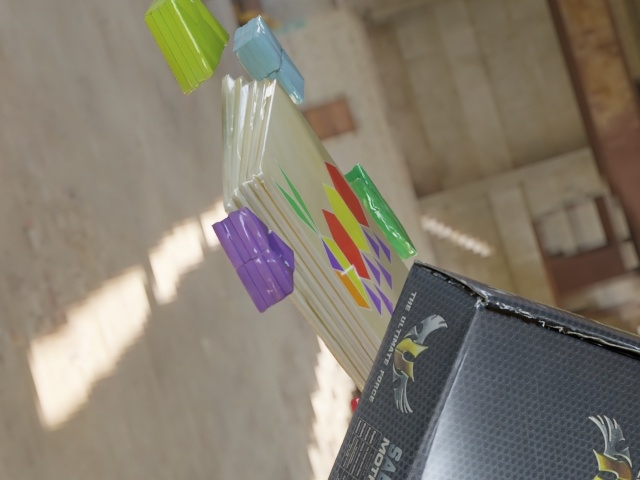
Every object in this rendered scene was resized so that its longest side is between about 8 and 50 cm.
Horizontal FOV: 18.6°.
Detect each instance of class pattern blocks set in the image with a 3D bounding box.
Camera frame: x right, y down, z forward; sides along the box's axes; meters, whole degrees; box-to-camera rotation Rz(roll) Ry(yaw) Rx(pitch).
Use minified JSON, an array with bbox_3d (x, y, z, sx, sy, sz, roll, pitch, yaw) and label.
[{"bbox_3d":[0.000,0.000,0.957,0.285,0.026,0.325,57,12,-7],"label":"pattern blocks set"}]

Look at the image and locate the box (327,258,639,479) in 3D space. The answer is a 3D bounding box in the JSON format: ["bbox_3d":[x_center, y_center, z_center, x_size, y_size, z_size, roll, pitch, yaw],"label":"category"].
[{"bbox_3d":[0.077,0.143,0.742,0.059,0.183,0.233,28,-83,61],"label":"box"}]
